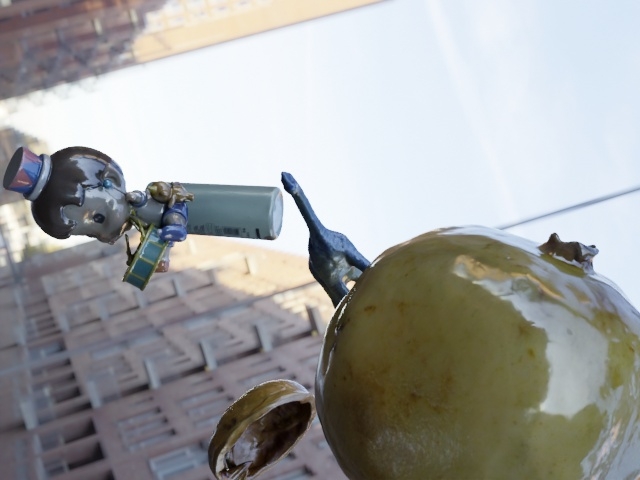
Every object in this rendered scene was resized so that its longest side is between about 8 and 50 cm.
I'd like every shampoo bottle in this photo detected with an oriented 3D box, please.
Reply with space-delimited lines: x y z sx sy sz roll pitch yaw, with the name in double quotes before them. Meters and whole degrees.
"shampoo bottle" -0.192 -0.049 1.838 0.085 0.262 0.085 3 90 -79

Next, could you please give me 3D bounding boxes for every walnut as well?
"walnut" -0.101 0.291 1.876 0.167 0.211 0.087 26 20 -51

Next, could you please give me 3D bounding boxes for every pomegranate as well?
"pomegranate" 0.165 0.135 1.114 0.332 0.332 0.333 163 -90 -76

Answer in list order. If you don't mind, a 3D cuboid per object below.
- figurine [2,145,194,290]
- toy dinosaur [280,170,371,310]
"figurine" -0.327 -0.047 1.704 0.161 0.275 0.158 -57 -172 53
"toy dinosaur" 0.000 0.000 1.492 0.188 0.075 0.247 54 -3 -1
